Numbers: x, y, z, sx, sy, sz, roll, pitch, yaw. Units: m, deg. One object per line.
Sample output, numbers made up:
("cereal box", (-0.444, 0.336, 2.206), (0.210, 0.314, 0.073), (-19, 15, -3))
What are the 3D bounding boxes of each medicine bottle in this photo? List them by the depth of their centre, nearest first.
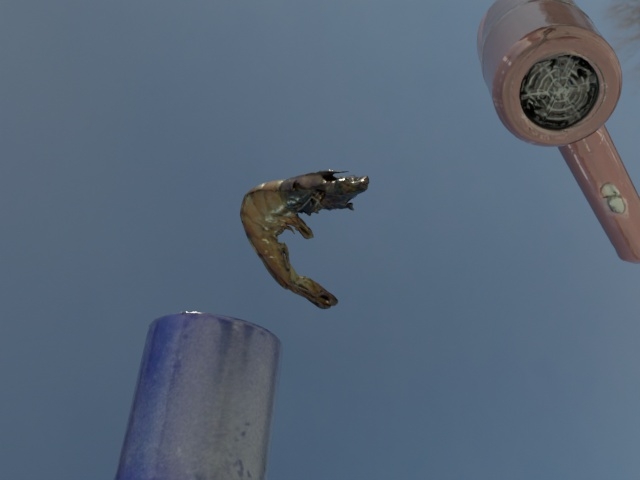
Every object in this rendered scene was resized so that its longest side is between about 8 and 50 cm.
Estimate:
("medicine bottle", (-0.054, 0.141, 0.303), (0.059, 0.059, 0.231), (25, -121, -34))

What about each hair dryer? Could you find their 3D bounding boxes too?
("hair dryer", (0.295, -0.099, 0.945), (0.352, 0.125, 0.210), (54, -161, -20))

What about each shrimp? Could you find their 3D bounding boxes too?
("shrimp", (-0.002, 0.001, 0.886), (0.035, 0.195, 0.148), (-30, -77, -43))
